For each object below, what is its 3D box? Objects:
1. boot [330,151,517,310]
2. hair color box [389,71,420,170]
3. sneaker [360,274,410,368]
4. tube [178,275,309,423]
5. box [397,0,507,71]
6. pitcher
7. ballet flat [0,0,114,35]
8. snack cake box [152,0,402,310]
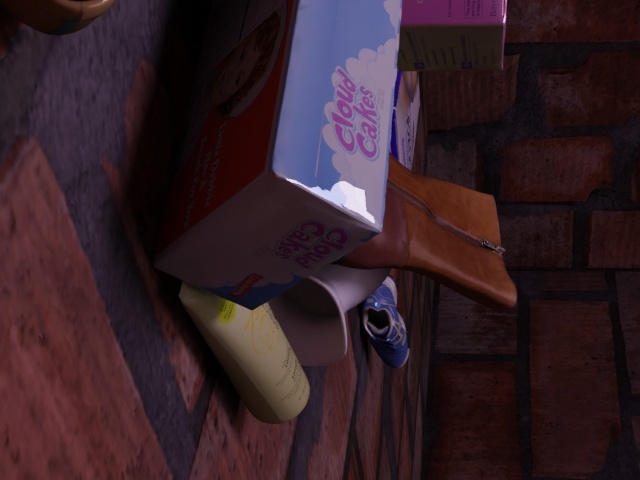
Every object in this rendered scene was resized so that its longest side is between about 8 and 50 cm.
[{"bbox_3d":[0.087,-0.075,0.946,0.096,0.281,0.264,-42,-133,40],"label":"boot"},{"bbox_3d":[0.090,-0.206,1.438,0.338,0.110,0.185,-79,164,-52],"label":"hair color box"},{"bbox_3d":[0.106,0.155,1.630,0.081,0.080,0.211,-69,147,-47],"label":"sneaker"},{"bbox_3d":[-0.064,0.072,0.750,0.070,0.062,0.240,47,-14,38],"label":"tube"},{"bbox_3d":[0.095,-0.278,1.081,0.213,0.243,0.117,14,78,-79],"label":"box"},{"bbox_3d":[0.000,0.000,0.961,0.177,0.126,0.207,66,31,-25],"label":"pitcher"},{"bbox_3d":[-0.112,-0.205,0.390,0.073,0.080,0.232,28,-55,57],"label":"ballet flat"},{"bbox_3d":[-0.024,-0.102,0.660,0.089,0.152,0.264,27,53,-28],"label":"snack cake box"}]
